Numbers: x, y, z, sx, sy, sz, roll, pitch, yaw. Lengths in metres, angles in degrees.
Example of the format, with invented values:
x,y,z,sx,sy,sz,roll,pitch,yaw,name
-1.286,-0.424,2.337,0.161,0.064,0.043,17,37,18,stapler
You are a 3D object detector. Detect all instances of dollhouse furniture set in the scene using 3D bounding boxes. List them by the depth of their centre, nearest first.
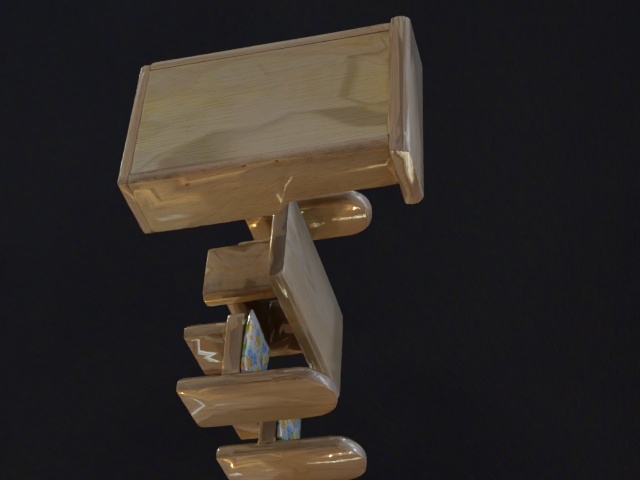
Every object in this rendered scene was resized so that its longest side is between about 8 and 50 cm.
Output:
x,y,z,sx,sy,sz,roll,pitch,yaw,name
0.000,0.000,0.790,0.161,0.242,0.212,-8,-132,13,dollhouse furniture set
